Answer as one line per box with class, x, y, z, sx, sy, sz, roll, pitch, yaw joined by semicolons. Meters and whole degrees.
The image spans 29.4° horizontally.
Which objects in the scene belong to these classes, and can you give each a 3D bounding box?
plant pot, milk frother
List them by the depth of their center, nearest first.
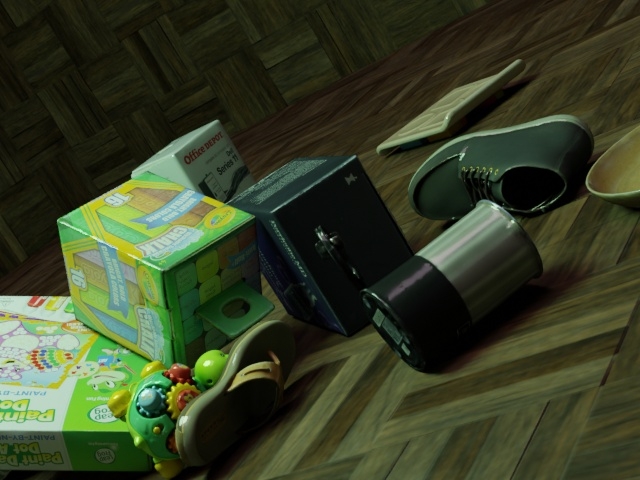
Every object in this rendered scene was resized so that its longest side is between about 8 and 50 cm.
milk frother;0.086;0.014;1.039;0.134;0.143;0.129;-36;5;-14
plant pot;0.351;-0.092;1.088;0.236;0.032;0.236;-30;11;6

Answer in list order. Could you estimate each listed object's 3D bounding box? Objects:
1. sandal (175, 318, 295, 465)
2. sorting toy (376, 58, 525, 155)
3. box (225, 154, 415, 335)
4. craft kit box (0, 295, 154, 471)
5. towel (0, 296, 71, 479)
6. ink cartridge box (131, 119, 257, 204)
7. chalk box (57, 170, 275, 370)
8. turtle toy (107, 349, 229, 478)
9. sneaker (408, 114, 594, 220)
sandal;-0.065;0.140;1.101;0.049;0.072;0.180;-3;28;34
sorting toy;0.205;-0.199;1.900;0.193;0.038;0.208;-38;9;-29
box;0.000;0.000;1.290;0.108;0.153;0.207;-34;11;-13
craft kit box;-0.280;0.142;1.262;0.249;0.061;0.247;0;31;2
towel;-0.315;0.168;1.474;0.235;0.121;0.284;-19;20;19
ink cartridge box;-0.154;-0.048;1.733;0.087;0.208;0.153;-24;14;31
chalk box;-0.146;0.037;1.251;0.213;0.132;0.132;21;39;35
turtle toy;-0.126;0.149;1.118;0.066;0.095;0.130;-34;6;45
sneaker;0.172;-0.063;1.289;0.222;0.083;0.118;-22;15;34
